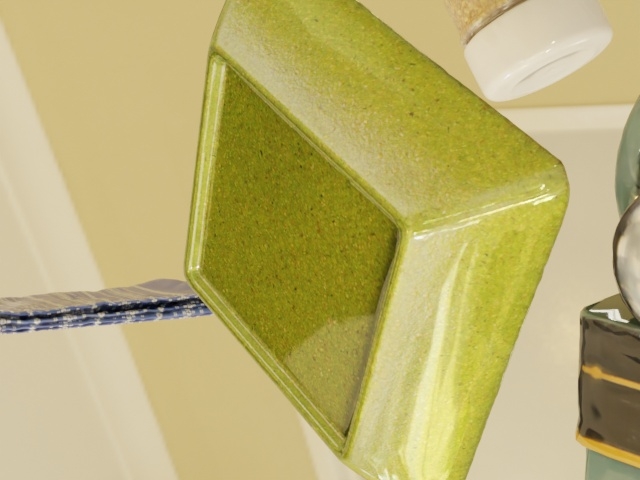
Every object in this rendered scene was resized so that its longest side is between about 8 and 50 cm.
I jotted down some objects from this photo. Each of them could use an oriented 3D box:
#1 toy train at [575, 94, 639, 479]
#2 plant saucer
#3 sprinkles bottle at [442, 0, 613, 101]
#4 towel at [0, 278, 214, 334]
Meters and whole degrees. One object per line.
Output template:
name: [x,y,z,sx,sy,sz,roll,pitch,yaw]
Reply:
toy train: [0.229,0.018,0.479,0.334,0.142,0.190,-15,-69,-41]
plant saucer: [0.000,0.000,0.493,0.045,0.188,0.188,-19,-42,-33]
sprinkles bottle: [0.122,-0.301,1.029,0.355,0.121,0.121,65,-162,9]
towel: [-0.285,0.071,1.391,0.336,0.243,0.040,-3,-87,-33]
